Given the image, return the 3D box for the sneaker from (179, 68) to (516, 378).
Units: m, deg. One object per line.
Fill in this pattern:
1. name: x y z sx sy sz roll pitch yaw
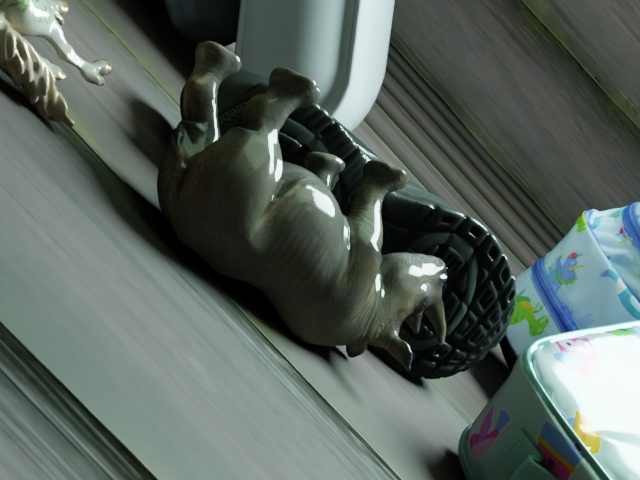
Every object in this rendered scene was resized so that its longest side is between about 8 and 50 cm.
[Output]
1. sneaker: 0.021 -0.021 0.965 0.286 0.109 0.130 44 5 -30

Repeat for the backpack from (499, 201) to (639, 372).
1. backpack: 0.293 0.134 1.190 0.290 0.273 0.355 23 14 -48

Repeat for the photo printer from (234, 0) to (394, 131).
1. photo printer: 0.006 -0.228 1.188 0.107 0.307 0.256 8 11 7

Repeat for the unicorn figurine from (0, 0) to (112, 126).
1. unicorn figurine: -0.161 -0.139 0.759 0.111 0.060 0.162 37 15 -48

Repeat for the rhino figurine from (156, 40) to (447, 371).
1. rhino figurine: 0.000 0.000 0.830 0.073 0.106 0.243 3 -28 44

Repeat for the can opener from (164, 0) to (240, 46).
1. can opener: -0.087 -0.193 1.257 0.283 0.076 0.095 -3 76 -77

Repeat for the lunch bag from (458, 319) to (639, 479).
1. lunch bag: 0.221 0.174 0.901 0.224 0.108 0.279 -8 48 -41
